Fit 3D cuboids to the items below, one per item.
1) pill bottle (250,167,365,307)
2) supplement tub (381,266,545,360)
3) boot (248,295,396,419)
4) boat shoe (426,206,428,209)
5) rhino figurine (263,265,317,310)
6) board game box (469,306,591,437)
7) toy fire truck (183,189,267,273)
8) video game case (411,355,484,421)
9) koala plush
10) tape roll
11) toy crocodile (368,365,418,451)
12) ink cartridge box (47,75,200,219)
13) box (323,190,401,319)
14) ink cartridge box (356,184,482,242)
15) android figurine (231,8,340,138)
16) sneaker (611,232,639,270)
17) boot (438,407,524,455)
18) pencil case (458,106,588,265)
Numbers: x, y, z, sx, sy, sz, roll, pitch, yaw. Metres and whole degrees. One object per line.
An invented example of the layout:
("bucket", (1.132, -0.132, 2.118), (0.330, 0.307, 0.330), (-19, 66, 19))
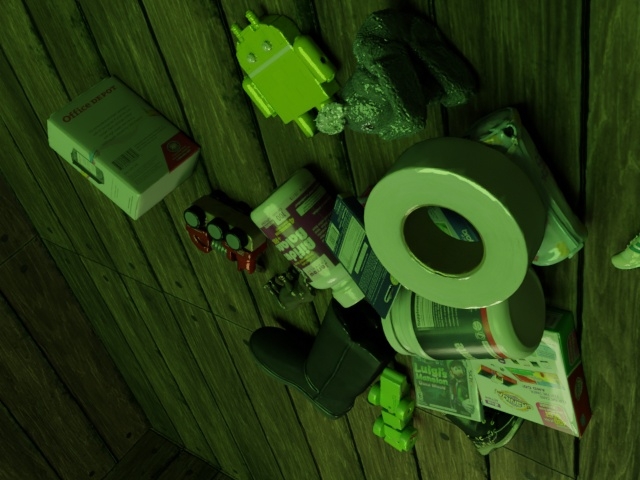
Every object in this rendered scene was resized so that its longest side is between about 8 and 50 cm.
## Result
("pill bottle", (0.000, 0.000, 1.709), (0.301, 0.169, 0.169), (48, 148, -7))
("supplement tub", (0.274, 0.135, 1.480), (0.272, 0.191, 0.191), (-9, 122, 40))
("boot", (-0.007, 0.277, 2.061), (0.367, 0.146, 0.445), (35, 149, 8))
("boat shoe", (0.131, -0.024, 1.502), (0.096, 0.088, 0.267), (61, 148, 21))
("rhino figurine", (-0.063, 0.122, 2.013), (0.106, 0.073, 0.243), (51, 146, -5))
("board game box", (0.431, 0.261, 1.631), (0.242, 0.064, 0.316), (12, 137, 40))
("toy fire truck", (-0.232, 0.010, 2.027), (0.217, 0.158, 0.246), (26, 134, 25))
("video game case", (0.301, 0.333, 1.837), (0.190, 0.022, 0.173), (4, 106, 46))
("koala plush", (0.103, -0.256, 1.294), (0.203, 0.196, 0.221), (57, 148, 0))
("tape roll", (0.217, -0.025, 1.263), (0.286, 0.100, 0.286), (20, 136, 20))
("toy crocodile", (0.211, 0.466, 2.098), (0.115, 0.105, 0.340), (21, 137, 33))
("ink cartridge box", (-0.493, -0.235, 1.929), (0.306, 0.226, 0.131), (40, 147, 9))
("box", (0.089, 0.030, 1.470), (0.225, 0.037, 0.136), (54, 146, 31))
("ink cartridge box", (0.223, -0.043, 1.514), (0.311, 0.065, 0.185), (-12, 119, 51))
("android figurine", (-0.069, -0.330, 1.509), (0.273, 0.056, 0.248), (51, 148, -16))
("sneaker", (0.531, -0.004, 1.231), (0.161, 0.057, 0.075), (-24, 92, 58))
("boot", (0.382, 0.416, 1.851), (0.179, 0.085, 0.236), (41, 147, 11))
("pencil case", (0.338, -0.089, 1.278), (0.273, 0.113, 0.124), (55, 154, -18))
